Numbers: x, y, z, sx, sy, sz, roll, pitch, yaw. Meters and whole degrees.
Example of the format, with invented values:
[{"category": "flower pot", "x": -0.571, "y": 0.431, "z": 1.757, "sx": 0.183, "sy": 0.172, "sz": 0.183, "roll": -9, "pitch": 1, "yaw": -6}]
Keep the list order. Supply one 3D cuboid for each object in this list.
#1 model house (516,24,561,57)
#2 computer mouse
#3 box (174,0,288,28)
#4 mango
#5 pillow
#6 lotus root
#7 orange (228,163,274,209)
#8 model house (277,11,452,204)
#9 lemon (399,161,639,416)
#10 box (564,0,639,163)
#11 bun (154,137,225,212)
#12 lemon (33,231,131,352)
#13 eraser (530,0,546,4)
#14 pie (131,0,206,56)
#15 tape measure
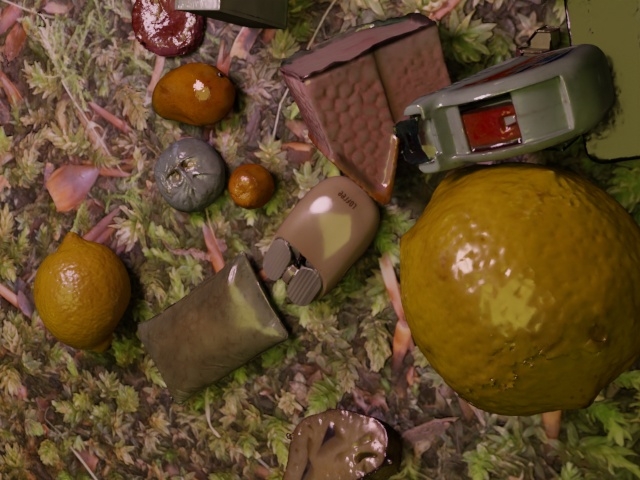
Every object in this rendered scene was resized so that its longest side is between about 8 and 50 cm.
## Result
[{"category": "model house", "x": 0.327, "y": -0.279, "z": 1.223, "sx": 0.058, "sy": 0.057, "sz": 0.083, "roll": 16, "pitch": 125, "yaw": 48}, {"category": "computer mouse", "x": 0.000, "y": 0.000, "z": 1.388, "sx": 0.145, "sy": 0.082, "sz": 0.236, "roll": 45, "pitch": 111, "yaw": 12}, {"category": "box", "x": -0.137, "y": -0.425, "z": 1.316, "sx": 0.086, "sy": 0.225, "sz": 0.130, "roll": 9, "pitch": 100, "yaw": 24}, {"category": "mango", "x": -0.230, "y": -0.266, "z": 1.459, "sx": 0.165, "sy": 0.089, "sz": 0.115, "roll": 15, "pitch": 112, "yaw": 26}, {"category": "pillow", "x": -0.211, "y": 0.172, "z": 1.510, "sx": 0.302, "sy": 0.075, "sz": 0.185, "roll": -34, "pitch": 80, "yaw": 23}, {"category": "lotus root", "x": 0.018, "y": 0.385, "z": 1.406, "sx": 0.260, "sy": 0.074, "sz": 0.170, "roll": -29, "pitch": 60, "yaw": 19}, {"category": "orange", "x": -0.123, "y": -0.097, "z": 1.438, "sx": 0.083, "sy": 0.070, "sz": 0.083, "roll": 8, "pitch": 112, "yaw": 21}, {"category": "model house", "x": 0.086, "y": -0.206, "z": 1.278, "sx": 0.237, "sy": 0.202, "sz": 0.237, "roll": -26, "pitch": 112, "yaw": -10}, {"category": "lemon", "x": 0.280, "y": 0.056, "z": 1.124, "sx": 0.350, "sy": 0.349, "sz": 0.387, "roll": -40, "pitch": 57, "yaw": 24}, {"category": "box", "x": 0.465, "y": -0.294, "z": 1.151, "sx": 0.211, "sy": 0.058, "sz": 0.350, "roll": -7, "pitch": 93, "yaw": 24}, {"category": "bun", "x": -0.247, "y": -0.120, "z": 1.485, "sx": 0.140, "sy": 0.083, "sz": 0.141, "roll": 2, "pitch": 95, "yaw": 25}, {"category": "lemon", "x": -0.458, "y": 0.103, "z": 1.556, "sx": 0.186, "sy": 0.187, "sz": 0.244, "roll": -6, "pitch": 100, "yaw": 25}, {"category": "eraser", "x": 0.228, "y": -0.538, "z": 1.154, "sx": 0.359, "sy": 0.122, "sz": 0.272, "roll": 33, "pitch": 98, "yaw": 25}, {"category": "pie", "x": -0.282, "y": -0.410, "z": 1.488, "sx": 0.153, "sy": 0.038, "sz": 0.154, "roll": 3, "pitch": 98, "yaw": 22}, {"category": "tape measure", "x": 0.268, "y": -0.177, "z": 1.112, "sx": 0.246, "sy": 0.243, "sz": 0.125, "roll": -3, "pitch": 111, "yaw": 43}]
